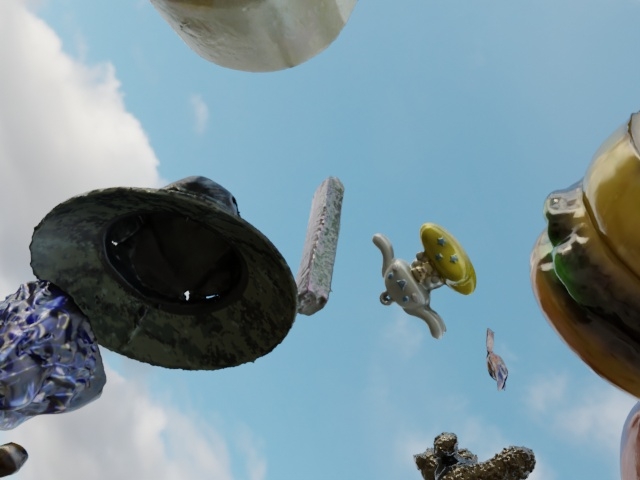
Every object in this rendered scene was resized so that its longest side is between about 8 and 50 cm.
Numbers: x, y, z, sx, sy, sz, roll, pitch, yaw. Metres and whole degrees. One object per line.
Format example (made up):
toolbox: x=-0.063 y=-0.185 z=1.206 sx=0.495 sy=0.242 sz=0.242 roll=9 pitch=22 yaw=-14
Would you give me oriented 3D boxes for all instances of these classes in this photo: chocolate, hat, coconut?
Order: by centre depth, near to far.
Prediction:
chocolate: x=-0.296 y=0.150 z=0.598 sx=0.149 sy=0.343 sz=0.126 roll=21 pitch=-62 yaw=13
coconut: x=-0.070 y=-0.285 z=0.752 sx=0.241 sy=0.241 sz=0.241 roll=27 pitch=-53 yaw=42
hat: x=-0.144 y=0.009 z=0.818 sx=0.266 sy=0.128 sz=0.265 roll=6 pitch=-47 yaw=6

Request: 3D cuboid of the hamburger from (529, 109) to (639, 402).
hamburger: x=0.457 y=0.048 z=0.990 sx=0.396 sy=0.396 sz=0.277 roll=46 pitch=-48 yaw=27

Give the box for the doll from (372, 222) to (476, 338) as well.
doll: x=0.113 y=0.034 z=0.916 sx=0.135 sy=0.071 sz=0.113 roll=34 pitch=-82 yaw=22

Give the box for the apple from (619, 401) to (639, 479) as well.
apple: x=0.531 y=0.330 z=1.103 sx=0.242 sy=0.242 sz=0.240 roll=-14 pitch=-125 yaw=53

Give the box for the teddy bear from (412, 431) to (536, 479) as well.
teddy bear: x=0.245 y=0.389 z=1.278 sx=0.251 sy=0.129 sz=0.181 roll=-12 pitch=-74 yaw=56

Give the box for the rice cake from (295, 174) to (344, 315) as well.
rice cake: x=0.000 y=0.000 z=0.916 sx=0.036 sy=0.206 sz=0.047 roll=36 pitch=-50 yaw=-23

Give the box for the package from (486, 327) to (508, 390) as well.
package: x=0.309 y=0.214 z=1.416 sx=0.033 sy=0.077 sz=0.110 roll=-22 pitch=-109 yaw=30
